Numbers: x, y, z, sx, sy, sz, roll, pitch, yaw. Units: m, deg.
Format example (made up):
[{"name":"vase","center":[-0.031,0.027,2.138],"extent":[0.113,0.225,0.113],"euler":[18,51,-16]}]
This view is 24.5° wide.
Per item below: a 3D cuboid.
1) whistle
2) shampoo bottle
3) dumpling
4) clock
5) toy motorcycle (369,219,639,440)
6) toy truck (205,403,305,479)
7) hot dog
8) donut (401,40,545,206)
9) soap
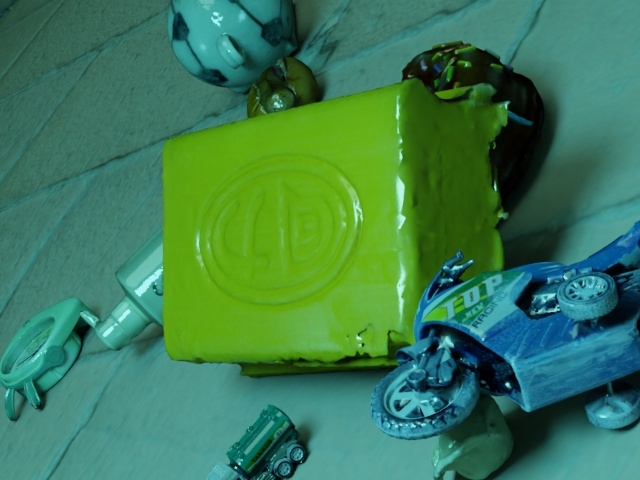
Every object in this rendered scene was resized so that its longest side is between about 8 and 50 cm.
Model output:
[{"name":"whistle","center":[-0.109,-0.272,1.786],"extent":[0.163,0.163,0.289],"euler":[-37,24,14]},{"name":"shampoo bottle","center":[-0.112,0.005,1.410],"extent":[0.262,0.085,0.085],"euler":[-45,23,-4]},{"name":"dumpling","center":[0.090,0.124,0.926],"extent":[0.057,0.052,0.076],"euler":[-27,28,5]},{"name":"clock","center":[-0.298,0.126,1.561],"extent":[0.101,0.041,0.135],"euler":[-24,31,37]},{"name":"toy motorcycle","center":[0.145,0.045,0.901],"extent":[0.254,0.092,0.135],"euler":[-20,29,2]},{"name":"toy truck","center":[-0.049,0.164,1.095],"extent":[0.083,0.044,0.039],"euler":[-48,21,-11]},{"name":"hot dog","center":[-0.046,-0.155,1.608],"extent":[0.090,0.060,0.140],"euler":[-40,27,20]},{"name":"donut","center":[0.073,-0.068,1.224],"extent":[0.230,0.096,0.216],"euler":[-27,28,33]},{"name":"soap","center":[0.000,0.000,1.103],"extent":[0.324,0.096,0.204],"euler":[-8,82,53]}]
